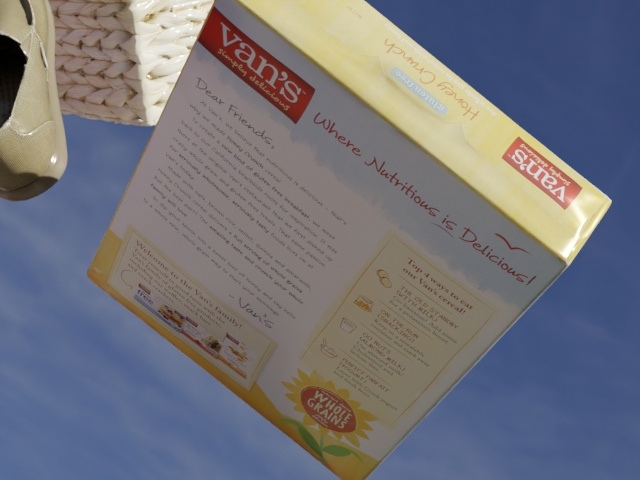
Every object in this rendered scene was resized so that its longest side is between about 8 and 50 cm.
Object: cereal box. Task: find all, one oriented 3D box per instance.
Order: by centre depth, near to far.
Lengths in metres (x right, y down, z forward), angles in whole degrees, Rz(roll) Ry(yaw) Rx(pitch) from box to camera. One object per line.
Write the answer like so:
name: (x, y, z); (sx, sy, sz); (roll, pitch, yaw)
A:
cereal box: (0.000, 0.000, 0.758); (0.173, 0.047, 0.240); (39, -36, 3)

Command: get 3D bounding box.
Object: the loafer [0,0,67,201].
loafer: (-0.155, -0.091, 0.821); (0.056, 0.148, 0.050); (-23, -25, 3)

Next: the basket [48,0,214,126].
basket: (-0.108, -0.129, 0.972); (0.167, 0.113, 0.103); (14, -64, 47)
